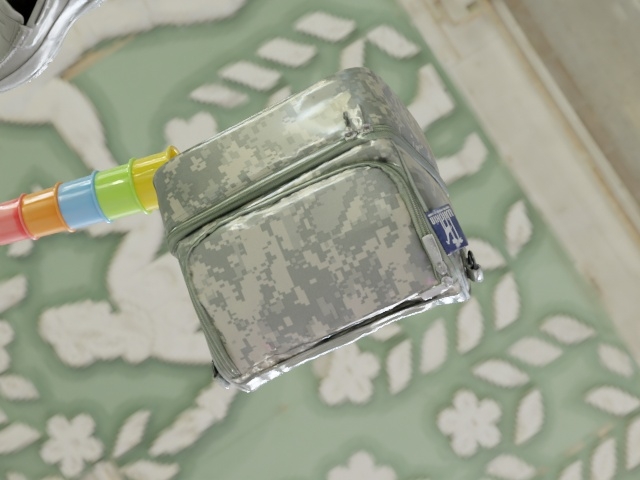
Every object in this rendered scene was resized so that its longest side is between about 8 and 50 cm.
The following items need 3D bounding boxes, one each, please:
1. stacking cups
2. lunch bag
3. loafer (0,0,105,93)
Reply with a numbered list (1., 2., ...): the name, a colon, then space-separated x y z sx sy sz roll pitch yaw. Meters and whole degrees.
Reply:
1. stacking cups: -0.360 -0.064 2.054 0.096 0.316 0.096 -13 -90 -81
2. lunch bag: 0.000 0.000 1.441 0.212 0.305 0.256 43 -155 -59
3. loafer: -0.367 -0.303 1.726 0.111 0.319 0.112 21 -136 -36
